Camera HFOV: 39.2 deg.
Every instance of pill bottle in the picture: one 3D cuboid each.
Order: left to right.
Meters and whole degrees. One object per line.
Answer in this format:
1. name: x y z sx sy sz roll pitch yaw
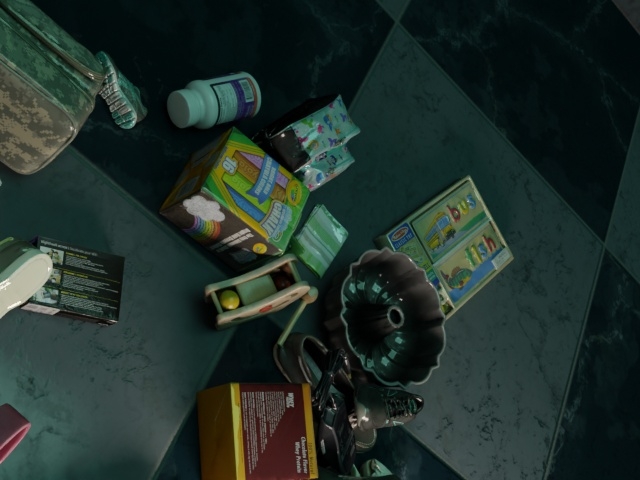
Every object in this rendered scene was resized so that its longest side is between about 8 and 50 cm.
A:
1. pill bottle: -0.233 -0.302 1.960 0.193 0.108 0.108 -21 89 -42

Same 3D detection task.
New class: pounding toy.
1. pounding toy: -0.098 0.131 1.855 0.269 0.154 0.155 -16 74 -33

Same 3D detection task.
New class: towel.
1. towel: 0.000 0.000 2.105 0.113 0.023 0.152 45 51 -17

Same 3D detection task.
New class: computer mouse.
1. computer mouse: 0.027 0.351 1.878 0.184 0.060 0.262 -66 148 -47

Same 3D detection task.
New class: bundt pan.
1. bundt pan: 0.135 0.188 2.083 0.330 0.124 0.331 16 64 -35

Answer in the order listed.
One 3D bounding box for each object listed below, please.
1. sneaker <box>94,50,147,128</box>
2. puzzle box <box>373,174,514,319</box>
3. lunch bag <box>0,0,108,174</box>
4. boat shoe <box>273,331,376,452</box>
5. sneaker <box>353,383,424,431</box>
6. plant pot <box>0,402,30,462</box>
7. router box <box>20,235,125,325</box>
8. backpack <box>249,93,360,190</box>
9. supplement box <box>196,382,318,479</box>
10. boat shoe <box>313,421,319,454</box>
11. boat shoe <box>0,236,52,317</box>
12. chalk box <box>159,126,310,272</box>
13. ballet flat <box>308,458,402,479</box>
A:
1. sneaker: -0.414 -0.312 1.856 0.076 0.065 0.167 -33 100 -58
2. puzzle box: 0.333 0.022 2.355 0.409 0.052 0.272 -35 97 -41
3. lunch bag: -0.555 -0.320 1.644 0.305 0.212 0.256 40 36 -23
4. boat shoe: 0.027 0.336 1.958 0.335 0.095 0.112 51 50 -14
5. sneaker: 0.146 0.356 1.955 0.267 0.106 0.101 15 67 -68
6. plant pot: -0.590 0.304 1.404 0.180 0.201 0.201 43 51 -1
7. router box: -0.459 0.077 1.678 0.178 0.046 0.133 17 64 -35
8. backpack: -0.034 -0.214 2.016 0.191 0.225 0.253 54 51 -13
9. supplement box: -0.126 0.387 1.790 0.194 0.129 0.191 7 70 -38
10. boat shoe: -0.029 0.446 1.905 0.043 0.049 0.137 47 48 -13
11. boat shoe: -0.601 0.105 1.521 0.091 0.109 0.305 33 57 25
12. chalk box: -0.153 -0.063 1.896 0.289 0.180 0.179 39 54 -24
13. ballet flat: 0.092 0.523 1.953 0.280 0.095 0.096 13 55 -36
